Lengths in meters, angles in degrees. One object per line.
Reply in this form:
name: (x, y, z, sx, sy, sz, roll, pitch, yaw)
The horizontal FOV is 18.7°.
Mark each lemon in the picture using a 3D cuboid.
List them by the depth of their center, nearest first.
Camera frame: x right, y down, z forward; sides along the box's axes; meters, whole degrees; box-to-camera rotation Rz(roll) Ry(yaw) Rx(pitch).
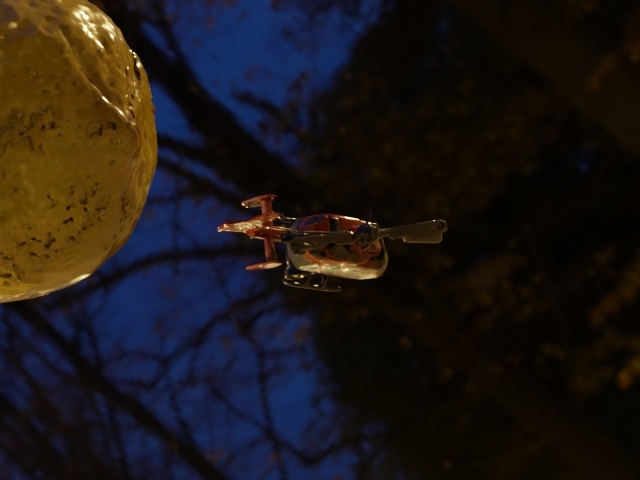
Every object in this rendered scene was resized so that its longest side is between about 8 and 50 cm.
lemon: (-0.265, -0.080, 1.487, 0.258, 0.310, 0.258, -17, -67, -46)

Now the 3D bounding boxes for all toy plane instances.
toy plane: (0.000, 0.000, 0.990, 0.060, 0.037, 0.145, -13, -15, 38)
